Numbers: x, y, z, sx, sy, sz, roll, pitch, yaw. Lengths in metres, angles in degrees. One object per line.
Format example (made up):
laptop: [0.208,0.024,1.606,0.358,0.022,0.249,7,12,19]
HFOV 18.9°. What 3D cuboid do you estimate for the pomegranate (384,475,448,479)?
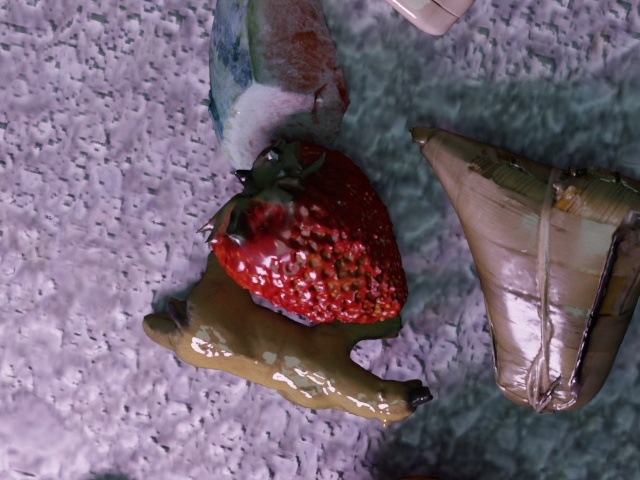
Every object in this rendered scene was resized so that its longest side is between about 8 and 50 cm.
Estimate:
pomegranate: [0.076,0.297,1.437,0.248,0.248,0.248,1,107,3]

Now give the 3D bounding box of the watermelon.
watermelon: [-0.036,-0.136,1.410,0.094,0.081,0.180,-20,112,-17]

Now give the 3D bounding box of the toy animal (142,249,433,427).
toy animal: [-0.025,0.083,1.446,0.219,0.101,0.103,23,105,-3]

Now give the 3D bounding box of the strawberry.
strawberry: [-0.005,-0.002,1.412,0.131,0.131,0.148,-32,134,12]

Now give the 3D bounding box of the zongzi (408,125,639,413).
zongzi: [0.138,0.020,1.423,0.197,0.099,0.194,18,107,9]

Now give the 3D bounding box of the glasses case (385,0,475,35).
glasses case: [0.026,-0.222,1.361,0.196,0.083,0.050,39,107,-6]
